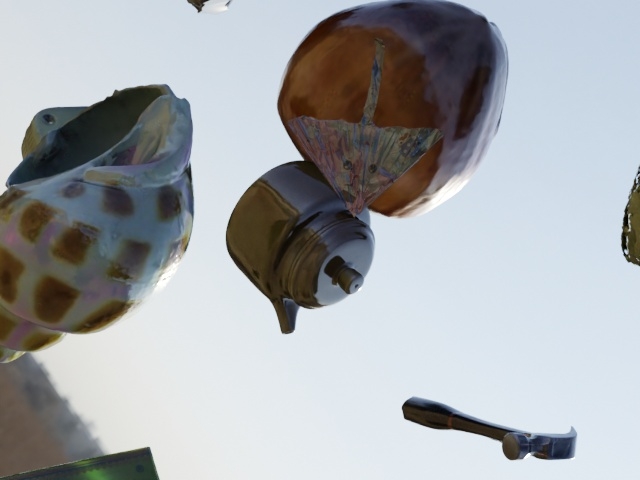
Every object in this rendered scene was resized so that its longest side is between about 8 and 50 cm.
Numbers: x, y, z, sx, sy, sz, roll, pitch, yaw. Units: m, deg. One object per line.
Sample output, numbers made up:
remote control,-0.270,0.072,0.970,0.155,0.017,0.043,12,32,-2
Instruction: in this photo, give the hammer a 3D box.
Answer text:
hammer,0.203,0.233,1.608,0.290,0.137,0.037,6,-91,57

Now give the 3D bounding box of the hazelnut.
hazelnut,0.121,-0.208,1.919,0.315,0.372,0.372,57,-14,12

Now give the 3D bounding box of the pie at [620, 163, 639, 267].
pie,0.533,-0.123,1.762,0.078,0.371,0.296,39,4,26

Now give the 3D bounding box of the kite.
kite,0.038,-0.096,1.086,0.139,0.157,0.011,9,-6,13

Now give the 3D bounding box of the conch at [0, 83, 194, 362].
conch,-0.278,-0.007,1.454,0.249,0.368,0.197,54,-10,45

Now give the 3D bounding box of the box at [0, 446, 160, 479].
box,-0.205,0.359,1.221,0.043,0.173,0.311,118,-42,-54

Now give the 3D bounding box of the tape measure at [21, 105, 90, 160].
tape measure,-0.303,-0.103,1.881,0.115,0.235,0.207,-50,-128,52

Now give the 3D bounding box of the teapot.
teapot,0.000,0.000,1.701,0.175,0.268,0.185,41,19,33

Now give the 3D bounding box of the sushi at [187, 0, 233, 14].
sushi,-0.142,-0.565,2.128,0.329,0.285,0.328,60,-7,-1
